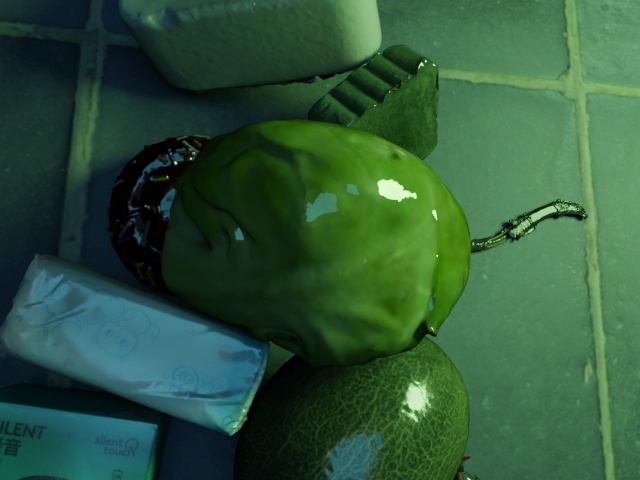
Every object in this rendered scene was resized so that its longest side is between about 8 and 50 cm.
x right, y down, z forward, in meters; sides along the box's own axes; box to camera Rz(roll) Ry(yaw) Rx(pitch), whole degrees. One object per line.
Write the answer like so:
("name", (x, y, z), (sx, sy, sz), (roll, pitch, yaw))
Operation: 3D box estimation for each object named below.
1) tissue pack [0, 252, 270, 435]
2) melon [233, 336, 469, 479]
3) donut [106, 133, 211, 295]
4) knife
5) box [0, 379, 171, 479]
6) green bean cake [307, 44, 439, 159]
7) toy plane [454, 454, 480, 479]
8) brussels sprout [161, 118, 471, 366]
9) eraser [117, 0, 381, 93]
("tissue pack", (-0.204, 0.126, 0.616), (0.270, 0.201, 0.124), (23, 72, -5))
("melon", (0.043, 0.230, 0.619), (0.301, 0.237, 0.238), (-38, 88, -26))
("donut", (-0.180, -0.041, 0.709), (0.234, 0.089, 0.235), (1, 80, -7))
("knife", (0.331, -0.028, 0.825), (0.222, 0.021, 0.046), (-16, 85, -13))
("box", (-0.309, 0.341, 0.601), (0.204, 0.118, 0.312), (12, 78, -9))
("green bean cake", (0.076, -0.156, 0.721), (0.183, 0.185, 0.094), (-37, 64, -12))
("toy plane", (0.200, 0.343, 0.727), (0.060, 0.037, 0.145), (-9, 85, -1))
("brussels sprout", (0.000, 0.000, 0.552), (0.327, 0.328, 0.247), (9, 84, -8))
("eraser", (-0.111, -0.334, 0.707), (0.330, 0.150, 0.332), (-6, 66, 14))
